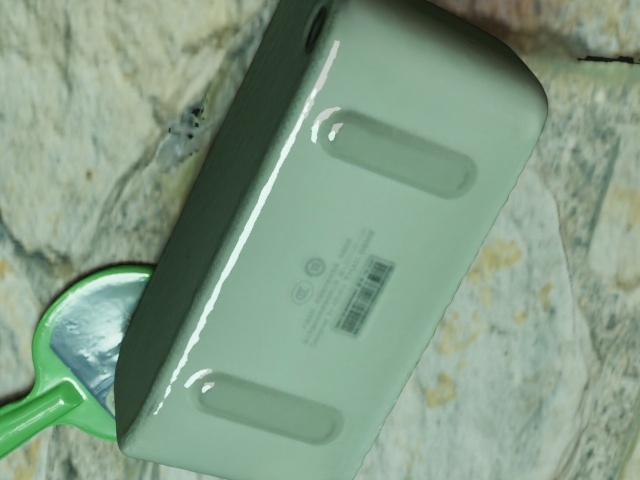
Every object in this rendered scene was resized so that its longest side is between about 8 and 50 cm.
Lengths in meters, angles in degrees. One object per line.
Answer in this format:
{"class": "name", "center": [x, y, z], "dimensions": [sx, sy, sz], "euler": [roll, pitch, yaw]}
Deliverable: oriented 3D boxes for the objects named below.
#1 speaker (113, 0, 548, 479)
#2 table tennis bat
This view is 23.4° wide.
{"class": "speaker", "center": [0.000, 0.000, 1.194], "dimensions": [0.184, 0.183, 0.406], "euler": [20, 110, -19]}
{"class": "table tennis bat", "center": [-0.200, 0.121, 1.325], "dimensions": [0.257, 0.039, 0.160], "euler": [-31, 111, 8]}
